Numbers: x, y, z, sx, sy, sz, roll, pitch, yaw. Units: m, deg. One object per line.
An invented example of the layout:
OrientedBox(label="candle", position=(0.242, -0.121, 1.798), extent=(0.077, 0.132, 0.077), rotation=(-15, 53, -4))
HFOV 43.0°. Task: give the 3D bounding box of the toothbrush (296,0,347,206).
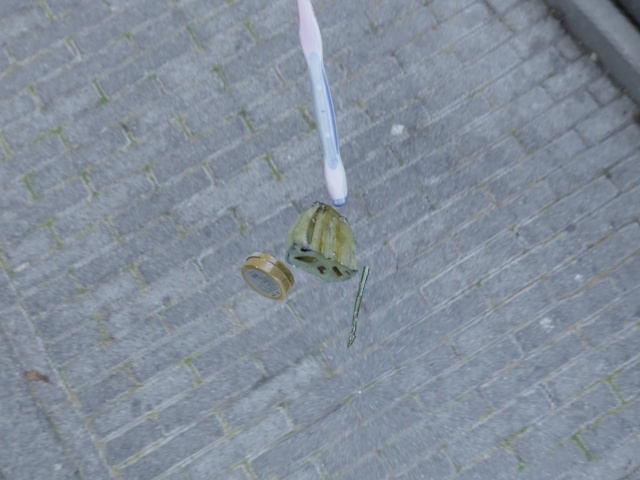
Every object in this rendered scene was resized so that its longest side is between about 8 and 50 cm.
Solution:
OrientedBox(label="toothbrush", position=(-0.006, -0.163, 0.736), extent=(0.021, 0.027, 0.269), rotation=(-9, 92, 14))

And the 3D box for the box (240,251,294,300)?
OrientedBox(label="box", position=(-0.102, 0.070, 1.562), extent=(0.106, 0.105, 0.037), rotation=(31, 60, 8))

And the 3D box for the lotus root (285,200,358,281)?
OrientedBox(label="lotus root", position=(-0.001, 0.003, 1.483), extent=(0.143, 0.070, 0.144), rotation=(31, 42, -18))

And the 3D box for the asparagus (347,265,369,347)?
OrientedBox(label="asparagus", position=(0.073, 0.130, 1.581), extent=(0.016, 0.016, 0.162), rotation=(10, 85, 14))
